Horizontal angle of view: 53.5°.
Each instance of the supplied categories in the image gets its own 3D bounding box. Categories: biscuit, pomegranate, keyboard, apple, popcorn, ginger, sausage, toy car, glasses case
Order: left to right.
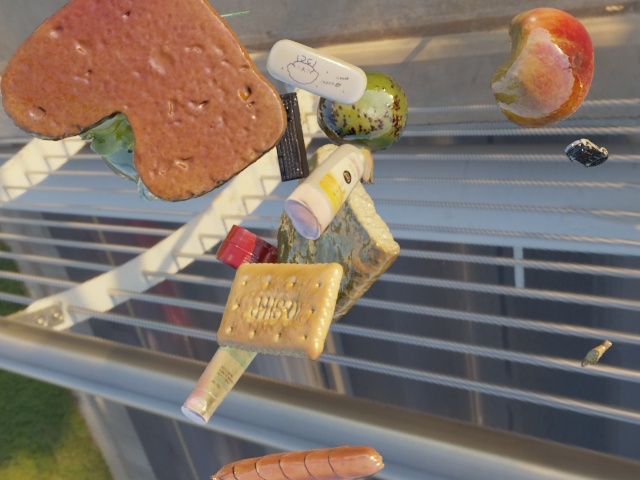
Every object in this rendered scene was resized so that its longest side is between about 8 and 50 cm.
[{"bbox_3d":[-0.305,-0.192,0.828,0.141,0.135,0.163,14,113,10],"label":"popcorn"},{"bbox_3d":[-0.204,-0.162,0.744,0.262,0.052,0.277,-40,94,2],"label":"biscuit"},{"bbox_3d":[-0.075,0.109,1.049,0.249,0.160,0.030,0,157,44],"label":"biscuit"},{"bbox_3d":[-0.073,-0.235,1.447,0.074,0.015,0.197,-7,95,25],"label":"keyboard"},{"bbox_3d":[-0.058,0.561,1.562,0.432,0.088,0.088,-8,117,7],"label":"sausage"},{"bbox_3d":[-0.006,-0.321,1.217,0.197,0.049,0.076,19,118,-13],"label":"glasses case"},{"bbox_3d":[-0.001,0.000,1.677,0.446,0.103,0.429,-53,47,40],"label":"biscuit"},{"bbox_3d":[0.119,-0.328,1.885,0.284,0.285,0.341,4,85,29],"label":"pomegranate"},{"bbox_3d":[0.567,-0.420,1.532,0.251,0.293,0.163,22,174,-28],"label":"apple"},{"bbox_3d":[0.447,-0.146,1.063,0.041,0.093,0.025,-33,58,42],"label":"toy car"},{"bbox_3d":[0.711,0.293,1.643,0.097,0.048,0.030,-43,80,7],"label":"ginger"}]

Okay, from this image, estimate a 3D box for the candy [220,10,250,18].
[{"bbox_3d":[-0.277,-0.596,1.703,0.202,0.061,0.061,-1,119,22],"label":"candy"}]

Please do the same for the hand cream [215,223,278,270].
[{"bbox_3d":[-0.219,0.045,1.966,0.193,0.125,0.193,29,173,4],"label":"hand cream"}]

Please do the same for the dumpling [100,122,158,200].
[{"bbox_3d":[-0.315,-0.204,1.152,0.320,0.212,0.270,33,177,42],"label":"dumpling"}]

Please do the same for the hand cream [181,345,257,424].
[{"bbox_3d":[-0.210,0.288,1.504,0.111,0.312,0.070,47,142,-19],"label":"hand cream"}]

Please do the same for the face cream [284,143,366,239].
[{"bbox_3d":[0.016,-0.112,1.383,0.073,0.269,0.107,-19,112,39],"label":"face cream"}]
